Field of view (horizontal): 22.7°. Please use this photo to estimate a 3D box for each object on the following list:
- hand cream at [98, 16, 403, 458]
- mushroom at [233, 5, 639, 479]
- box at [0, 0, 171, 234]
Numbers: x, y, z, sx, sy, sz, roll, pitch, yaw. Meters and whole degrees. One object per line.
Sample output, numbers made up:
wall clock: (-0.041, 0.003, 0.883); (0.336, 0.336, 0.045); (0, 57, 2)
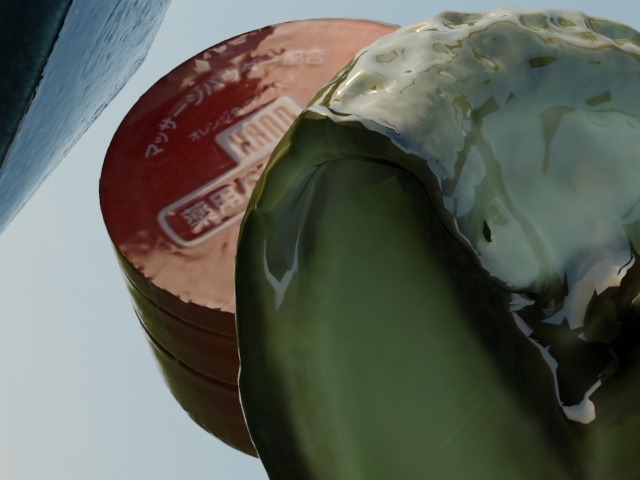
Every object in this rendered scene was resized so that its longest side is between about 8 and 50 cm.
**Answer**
hand cream: (0.000, 0.000, 0.749); (0.193, 0.193, 0.125); (47, -21, 39)
mushroom: (0.115, 0.055, 0.429); (0.267, 0.164, 0.190); (25, -58, 23)
box: (-0.141, -0.155, 0.851); (0.116, 0.279, 0.261); (28, -53, -1)
